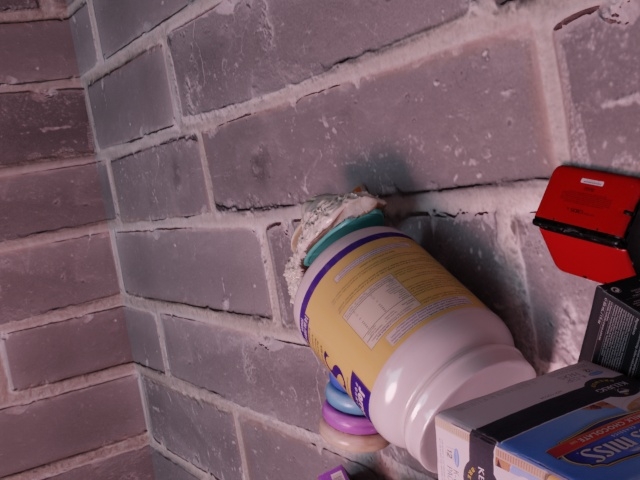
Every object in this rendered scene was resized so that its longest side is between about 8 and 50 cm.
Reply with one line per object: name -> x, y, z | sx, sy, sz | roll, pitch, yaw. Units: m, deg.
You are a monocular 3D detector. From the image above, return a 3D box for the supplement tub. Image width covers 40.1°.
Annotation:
supplement tub -> 0.135, 0.155, 1.305 | 0.331, 0.241, 0.241 | 47, 139, 44

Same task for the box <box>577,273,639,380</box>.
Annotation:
box -> 0.390, 0.196, 1.012 | 0.184, 0.103, 0.261 | 43, 136, 49

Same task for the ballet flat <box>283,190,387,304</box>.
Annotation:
ballet flat -> 0.000, 0.000, 1.549 | 0.147, 0.146, 0.409 | 66, 157, 21

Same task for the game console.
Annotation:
game console -> 0.347, -0.017, 1.097 | 0.144, 0.085, 0.124 | 21, 88, 56

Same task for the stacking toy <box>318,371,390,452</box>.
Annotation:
stacking toy -> 0.079, 0.202, 1.563 | 0.141, 0.141, 0.331 | 29, 118, 54

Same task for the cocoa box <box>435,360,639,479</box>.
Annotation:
cocoa box -> 0.284, 0.340, 0.911 | 0.228, 0.231, 0.347 | 17, 115, 59

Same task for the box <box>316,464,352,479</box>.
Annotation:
box -> 0.083, 0.583, 1.664 | 0.201, 0.057, 0.293 | 71, 174, -68

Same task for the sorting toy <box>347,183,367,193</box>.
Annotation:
sorting toy -> 0.067, -0.045, 1.567 | 0.075, 0.045, 0.083 | 49, 145, 10
